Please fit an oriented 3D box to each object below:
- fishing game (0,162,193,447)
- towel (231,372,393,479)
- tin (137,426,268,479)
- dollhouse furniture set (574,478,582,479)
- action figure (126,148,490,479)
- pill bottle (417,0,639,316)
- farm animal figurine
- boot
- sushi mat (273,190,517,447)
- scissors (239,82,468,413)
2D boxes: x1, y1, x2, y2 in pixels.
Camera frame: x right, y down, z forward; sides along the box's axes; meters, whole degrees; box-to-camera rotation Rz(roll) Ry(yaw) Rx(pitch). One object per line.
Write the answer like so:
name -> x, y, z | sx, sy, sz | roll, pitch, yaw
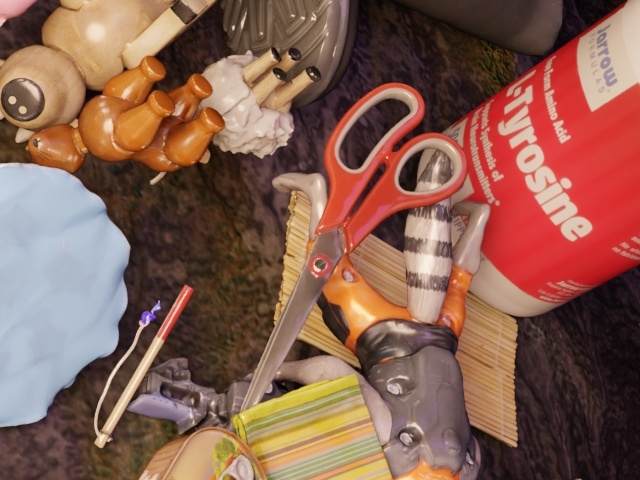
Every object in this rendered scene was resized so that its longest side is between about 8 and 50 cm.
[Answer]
fishing game -> -0.213, 0.040, 0.753 | 0.264, 0.041, 0.189 | 35, 79, -41
towel -> 0.022, 0.220, 0.806 | 0.102, 0.021, 0.237 | -18, 82, -22
tin -> -0.086, 0.197, 0.699 | 0.106, 0.040, 0.189 | 62, 29, -19
dollhouse furniture set -> 0.261, 0.358, 1.061 | 0.212, 0.161, 0.242 | 49, 65, -13
action figure -> 0.030, 0.096, 0.905 | 0.341, 0.178, 0.330 | 13, 65, -36
pill bottle -> 0.309, -0.103, 1.104 | 0.229, 0.408, 0.229 | 26, 47, -31
farm animal figurine -> -0.195, -0.172, 0.854 | 0.330, 0.172, 0.327 | 54, 29, 4
boot -> 0.098, -0.270, 1.213 | 0.445, 0.146, 0.367 | 12, 63, -45
sushi mat -> 0.083, 0.080, 1.087 | 0.317, 0.019, 0.151 | 30, 52, -30
scissors -> 0.000, 0.000, 0.869 | 0.109, 0.021, 0.297 | 42, 75, 3
